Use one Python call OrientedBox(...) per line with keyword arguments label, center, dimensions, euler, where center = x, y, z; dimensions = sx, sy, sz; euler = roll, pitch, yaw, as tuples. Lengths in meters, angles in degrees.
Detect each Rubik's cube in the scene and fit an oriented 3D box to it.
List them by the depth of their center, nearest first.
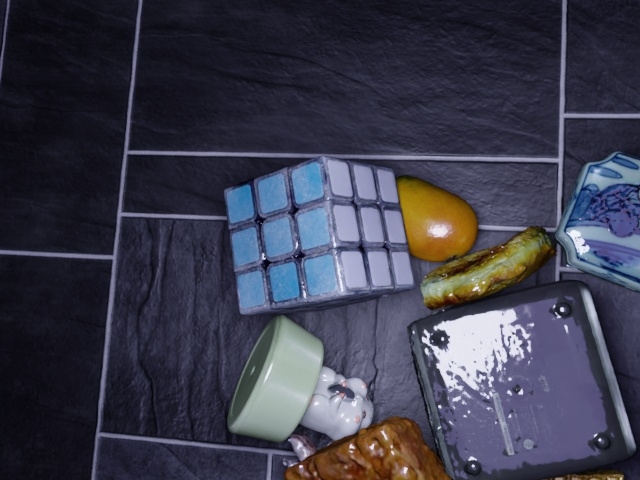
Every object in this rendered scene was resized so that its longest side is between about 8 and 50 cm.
OrientedBox(label="Rubik's cube", center=(0.000, 0.000, 1.653), dimensions=(0.305, 0.303, 0.301), euler=(-17, 78, 37))

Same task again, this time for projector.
OrientedBox(label="projector", center=(0.426, 0.317, 1.603), dimensions=(0.405, 0.242, 0.395), euler=(-15, 81, 10))

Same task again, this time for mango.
OrientedBox(label="mango", center=(0.251, -0.045, 1.741), dimensions=(0.254, 0.139, 0.176), euler=(27, 78, 21))

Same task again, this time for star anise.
OrientedBox(label="star anise", center=(-0.005, 0.563, 1.730), dimensions=(0.229, 0.093, 0.236), euler=(-25, 82, 7))

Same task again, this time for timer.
OrientedBox(label="timer", center=(-0.020, 0.362, 1.698), dimensions=(0.315, 0.291, 0.291), euler=(24, 88, -9))

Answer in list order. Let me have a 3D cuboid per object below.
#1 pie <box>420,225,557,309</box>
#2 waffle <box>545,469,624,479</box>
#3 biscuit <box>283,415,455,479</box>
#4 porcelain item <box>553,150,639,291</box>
OrientedBox(label="pie", center=(0.375, 0.063, 1.608), dimensions=(0.288, 0.354, 0.103), euler=(-27, 84, 27))
OrientedBox(label="waffle", center=(0.569, 0.629, 1.628), dimensions=(0.229, 0.057, 0.219), euler=(-5, 82, 11))
OrientedBox(label="biscuit", center=(0.146, 0.581, 1.527), dimensions=(0.342, 0.166, 0.395), euler=(-34, 82, 34))
OrientedBox(label="porcelain item", center=(0.695, -0.039, 1.644), dimensions=(0.281, 0.157, 0.286), euler=(24, 88, 12))
